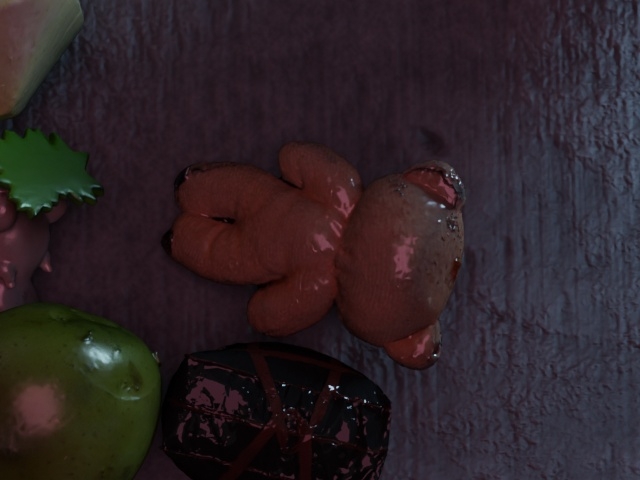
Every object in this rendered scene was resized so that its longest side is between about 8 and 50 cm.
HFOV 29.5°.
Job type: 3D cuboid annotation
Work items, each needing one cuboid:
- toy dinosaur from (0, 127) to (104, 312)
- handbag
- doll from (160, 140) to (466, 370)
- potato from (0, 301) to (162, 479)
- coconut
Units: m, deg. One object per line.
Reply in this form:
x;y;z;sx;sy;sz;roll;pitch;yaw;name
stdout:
-0.294;-0.013;1.169;0.194;0.152;0.177;47;121;6;toy dinosaur
-0.043;0.174;1.149;0.215;0.169;0.155;13;85;-6;handbag
0.000;0.000;1.201;0.303;0.156;0.201;14;94;22;doll
-0.280;0.182;1.087;0.304;0.216;0.216;-37;92;18;potato
-0.337;-0.220;1.103;0.259;0.259;0.259;0;87;-8;coconut
